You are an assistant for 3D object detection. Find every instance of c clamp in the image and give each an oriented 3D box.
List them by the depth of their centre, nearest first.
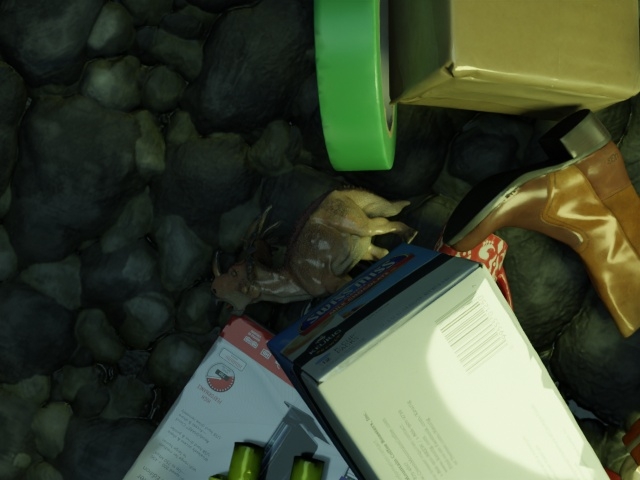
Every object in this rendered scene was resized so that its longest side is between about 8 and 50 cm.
[{"bbox_3d":[0.045,0.102,1.474,0.137,0.022,0.160,24,88,16],"label":"c clamp"}]

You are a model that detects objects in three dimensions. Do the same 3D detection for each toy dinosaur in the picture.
[{"bbox_3d":[0.000,0.000,1.405,0.200,0.127,0.295,39,70,11],"label":"toy dinosaur"}]

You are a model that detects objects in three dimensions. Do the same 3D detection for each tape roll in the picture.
[{"bbox_3d":[0.052,-0.252,1.363,0.077,0.321,0.321,-2,82,8],"label":"tape roll"}]

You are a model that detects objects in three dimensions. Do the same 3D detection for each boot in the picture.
[{"bbox_3d":[0.330,0.011,1.370,0.264,0.096,0.280,-39,104,-12],"label":"boot"}]

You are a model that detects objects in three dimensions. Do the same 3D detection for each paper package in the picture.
[{"bbox_3d":[0.251,-0.333,1.348,0.309,0.168,0.324,3,81,-25],"label":"paper package"}]

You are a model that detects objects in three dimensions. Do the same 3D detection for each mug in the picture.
[{"bbox_3d":[0.193,0.074,1.425,0.113,0.150,0.169,14,79,47],"label":"mug"}]

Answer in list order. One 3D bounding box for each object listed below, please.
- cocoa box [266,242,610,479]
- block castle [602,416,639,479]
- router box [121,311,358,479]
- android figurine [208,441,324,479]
[{"bbox_3d":[0.138,0.211,1.228,0.231,0.228,0.347,-36,105,-10],"label":"cocoa box"},{"bbox_3d":[0.551,0.277,1.279,0.303,0.213,0.453,43,97,0],"label":"block castle"},{"bbox_3d":[-0.057,0.313,1.428,0.335,0.082,0.301,33,89,11],"label":"router box"},{"bbox_3d":[-0.083,0.409,1.351,0.248,0.056,0.272,13,83,10],"label":"android figurine"}]
